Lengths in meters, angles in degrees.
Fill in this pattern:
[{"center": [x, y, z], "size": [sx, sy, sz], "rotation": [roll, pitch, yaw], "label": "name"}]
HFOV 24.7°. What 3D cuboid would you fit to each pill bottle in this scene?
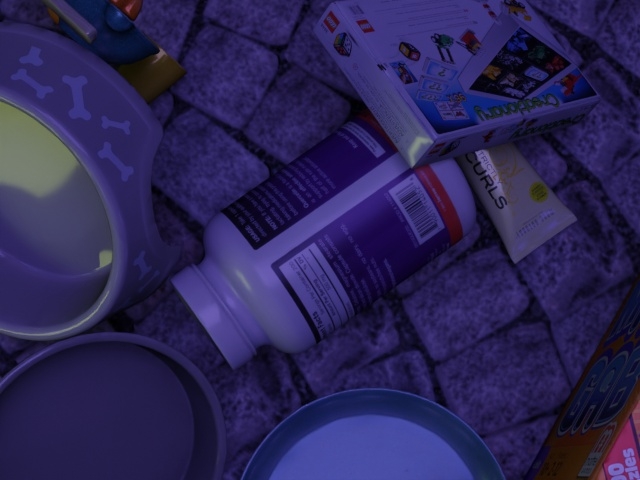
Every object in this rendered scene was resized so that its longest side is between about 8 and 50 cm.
[{"center": [0.000, 0.000, 1.610], "size": [0.323, 0.181, 0.181], "rotation": [-35, 84, -7], "label": "pill bottle"}]

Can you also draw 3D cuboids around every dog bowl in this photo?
[{"center": [-0.315, -0.048, 1.531], "size": [0.349, 0.348, 0.102], "rotation": [34, 38, 3], "label": "dog bowl"}]

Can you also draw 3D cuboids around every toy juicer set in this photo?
[{"center": [-0.256, -0.266, 1.574], "size": [0.209, 0.329, 0.089], "rotation": [42, 90, 9], "label": "toy juicer set"}]

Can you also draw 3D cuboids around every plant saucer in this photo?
[{"center": [0.058, 0.324, 1.631], "size": [0.318, 0.044, 0.317], "rotation": [1, 81, -3], "label": "plant saucer"}]

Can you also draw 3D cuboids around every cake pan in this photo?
[{"center": [-0.245, 0.231, 1.562], "size": [0.293, 0.054, 0.293], "rotation": [-7, 107, -23], "label": "cake pan"}]

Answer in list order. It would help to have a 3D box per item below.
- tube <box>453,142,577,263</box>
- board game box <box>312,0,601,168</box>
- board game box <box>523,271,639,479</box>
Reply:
[{"center": [0.196, -0.097, 1.699], "size": [0.070, 0.062, 0.240], "rotation": [-34, 89, 33], "label": "tube"}, {"center": [0.157, -0.193, 1.609], "size": [0.305, 0.053, 0.193], "rotation": [-16, 66, -44], "label": "board game box"}, {"center": [0.475, 0.193, 1.513], "size": [0.356, 0.356, 0.356], "rotation": [30, 81, 3], "label": "board game box"}]
